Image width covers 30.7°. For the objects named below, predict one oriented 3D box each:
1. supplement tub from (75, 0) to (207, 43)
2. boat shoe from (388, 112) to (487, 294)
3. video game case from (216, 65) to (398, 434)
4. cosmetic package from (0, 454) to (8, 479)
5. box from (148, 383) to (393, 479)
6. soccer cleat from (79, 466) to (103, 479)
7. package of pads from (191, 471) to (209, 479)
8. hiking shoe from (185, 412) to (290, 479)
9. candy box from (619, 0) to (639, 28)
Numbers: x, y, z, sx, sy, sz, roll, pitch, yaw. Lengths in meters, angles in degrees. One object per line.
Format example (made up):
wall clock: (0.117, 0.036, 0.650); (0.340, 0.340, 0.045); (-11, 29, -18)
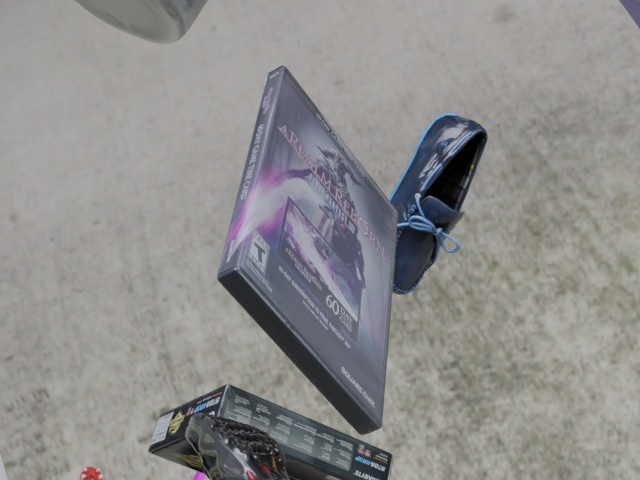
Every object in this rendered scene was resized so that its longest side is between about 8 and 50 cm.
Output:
supplement tub: (-0.159, -0.398, 1.316); (0.193, 0.193, 0.316); (20, 73, 36)
boat shoe: (0.146, -0.048, 1.568); (0.089, 0.109, 0.258); (19, 93, 51)
video game case: (0.000, 0.000, 0.981); (0.026, 0.196, 0.274); (-24, 33, 26)
cosmetic package: (-0.572, 0.409, 1.547); (0.365, 0.155, 0.197); (-35, 66, 28)
box: (-0.057, 0.237, 1.301); (0.175, 0.220, 0.051); (-30, 40, 53)
soccer cleat: (-0.260, 0.293, 1.329); (0.029, 0.035, 0.083); (6, 33, -27)
package of pads: (-0.056, 0.387, 1.509); (0.101, 0.296, 0.229); (30, 89, 53)
hiking shoe: (-0.075, 0.241, 1.059); (0.227, 0.086, 0.114); (35, 100, 53)
candy box: (0.536, -0.301, 1.511); (0.268, 0.317, 0.122); (31, 95, 32)
